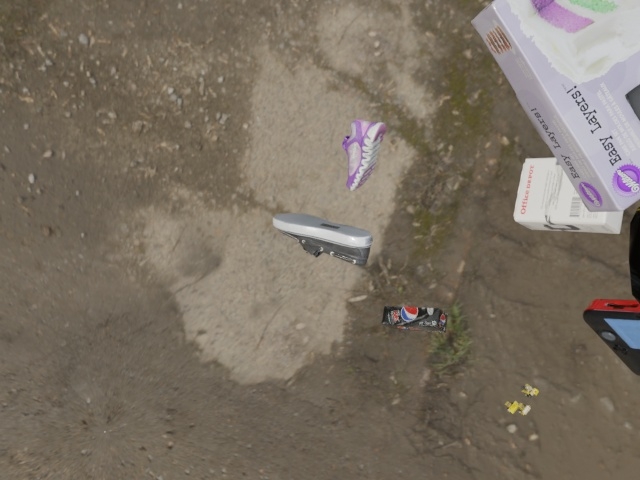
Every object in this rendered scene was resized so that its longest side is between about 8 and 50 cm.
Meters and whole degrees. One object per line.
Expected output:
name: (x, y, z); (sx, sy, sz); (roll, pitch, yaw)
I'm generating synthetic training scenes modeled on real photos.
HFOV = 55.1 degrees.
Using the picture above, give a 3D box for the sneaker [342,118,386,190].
sneaker: (0.109, -0.255, 1.784); (0.104, 0.237, 0.095); (30, 41, 16)

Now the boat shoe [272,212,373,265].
boat shoe: (0.000, 0.000, 1.237); (0.080, 0.228, 0.076); (-29, 127, -57)

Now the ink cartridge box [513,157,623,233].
ink cartridge box: (0.629, -0.115, 1.546); (0.100, 0.237, 0.172); (19, 80, -41)

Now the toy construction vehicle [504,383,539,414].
toy construction vehicle: (0.521, 0.411, 1.593); (0.035, 0.098, 0.086); (43, 84, 1)

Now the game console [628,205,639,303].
game console: (0.773, 0.038, 1.145); (0.044, 0.361, 0.213); (-19, 105, -49)

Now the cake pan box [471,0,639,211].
cake pan box: (0.331, -0.196, 0.644); (0.245, 0.070, 0.267); (-34, 97, 0)

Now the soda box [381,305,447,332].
soda box: (0.251, 0.210, 1.642); (0.060, 0.168, 0.053); (32, 63, -48)

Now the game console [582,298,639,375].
game console: (0.933, 0.283, 1.635); (0.342, 0.386, 0.060); (47, 68, -18)
